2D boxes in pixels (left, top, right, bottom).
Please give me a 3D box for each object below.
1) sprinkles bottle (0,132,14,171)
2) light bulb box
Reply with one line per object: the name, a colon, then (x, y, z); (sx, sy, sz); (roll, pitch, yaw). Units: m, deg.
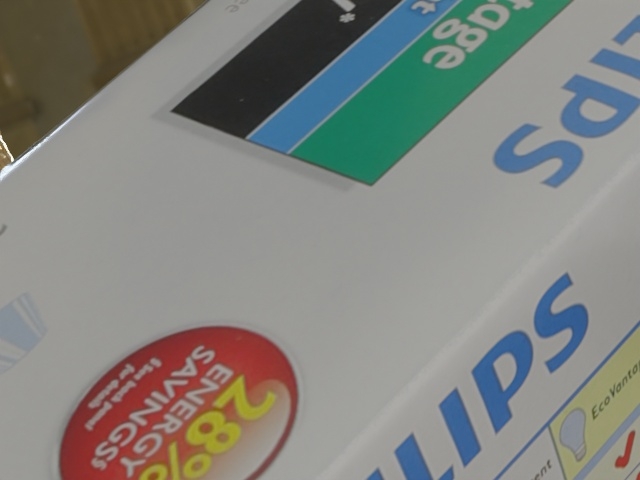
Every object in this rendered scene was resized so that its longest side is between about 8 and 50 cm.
sprinkles bottle: (-0.271, 0.027, 1.441); (0.121, 0.355, 0.121); (-27, -17, -9)
light bulb box: (0.050, 0.088, 0.689); (0.225, 0.361, 0.358); (24, 57, 42)
